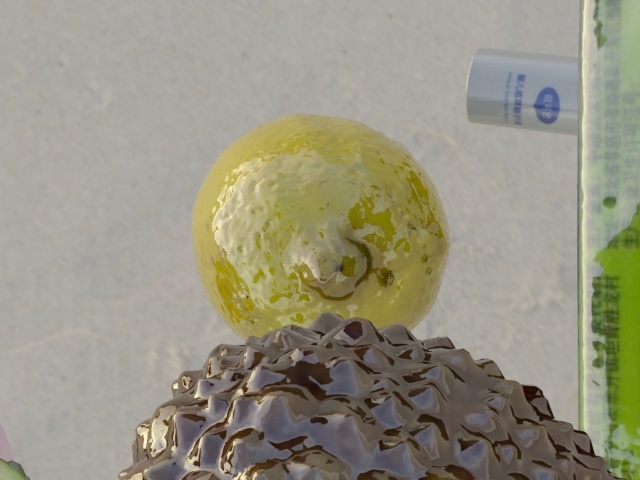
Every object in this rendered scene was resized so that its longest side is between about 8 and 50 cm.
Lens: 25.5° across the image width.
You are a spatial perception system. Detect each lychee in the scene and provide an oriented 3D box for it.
[{"bbox_3d":[0.020,0.154,0.614,0.268,0.267,0.267,-11,65,24],"label":"lychee"}]

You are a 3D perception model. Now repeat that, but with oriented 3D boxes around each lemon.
[{"bbox_3d":[0.000,0.000,1.354,0.245,0.245,0.320,-49,14,2],"label":"lemon"}]

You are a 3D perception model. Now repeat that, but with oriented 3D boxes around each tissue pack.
[{"bbox_3d":[0.275,0.002,0.911,0.124,0.288,0.394,1,90,41],"label":"tissue pack"}]

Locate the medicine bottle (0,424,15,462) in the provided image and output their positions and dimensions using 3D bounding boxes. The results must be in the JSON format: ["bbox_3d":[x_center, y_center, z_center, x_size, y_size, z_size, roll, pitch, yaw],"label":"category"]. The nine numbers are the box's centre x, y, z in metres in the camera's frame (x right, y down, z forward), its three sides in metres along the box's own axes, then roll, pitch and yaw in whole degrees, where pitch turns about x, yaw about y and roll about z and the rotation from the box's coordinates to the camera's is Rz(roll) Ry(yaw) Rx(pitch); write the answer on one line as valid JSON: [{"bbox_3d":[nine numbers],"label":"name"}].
[{"bbox_3d":[-0.516,0.282,1.551,0.316,0.202,0.202,-28,58,5],"label":"medicine bottle"}]

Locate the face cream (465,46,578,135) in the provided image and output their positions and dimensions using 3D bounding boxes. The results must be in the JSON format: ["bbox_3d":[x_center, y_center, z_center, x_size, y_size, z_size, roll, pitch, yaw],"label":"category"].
[{"bbox_3d":[0.267,-0.133,1.339,0.250,0.077,0.077,8,73,18],"label":"face cream"}]

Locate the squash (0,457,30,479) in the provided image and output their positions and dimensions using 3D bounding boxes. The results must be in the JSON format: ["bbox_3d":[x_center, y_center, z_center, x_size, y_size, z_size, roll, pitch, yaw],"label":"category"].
[{"bbox_3d":[-0.283,0.251,1.077,0.123,0.123,0.186,52,136,34],"label":"squash"}]
